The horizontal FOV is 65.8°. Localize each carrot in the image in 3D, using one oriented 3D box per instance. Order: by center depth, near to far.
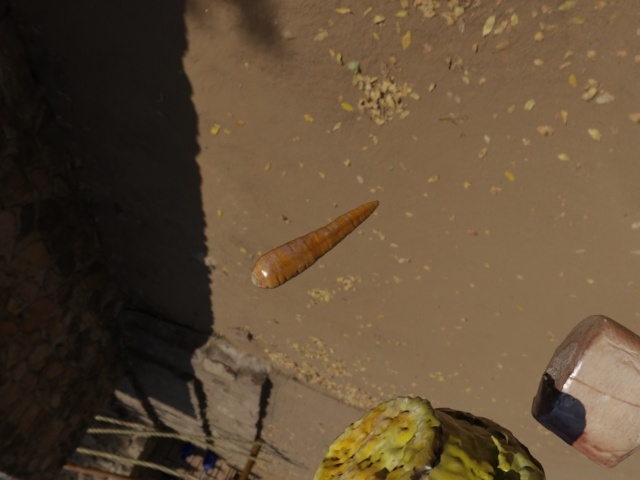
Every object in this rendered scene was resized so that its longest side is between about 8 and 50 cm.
[{"bbox_3d":[0.000,0.000,0.678,0.048,0.216,0.048,49,159,26],"label":"carrot"}]

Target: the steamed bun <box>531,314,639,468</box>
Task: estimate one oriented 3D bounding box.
[{"bbox_3d":[0.380,0.202,0.669,0.144,0.175,0.106,32,-179,4],"label":"steamed bun"}]

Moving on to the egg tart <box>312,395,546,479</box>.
[{"bbox_3d":[0.082,0.259,0.513,0.294,0.294,0.123,-28,97,51],"label":"egg tart"}]
